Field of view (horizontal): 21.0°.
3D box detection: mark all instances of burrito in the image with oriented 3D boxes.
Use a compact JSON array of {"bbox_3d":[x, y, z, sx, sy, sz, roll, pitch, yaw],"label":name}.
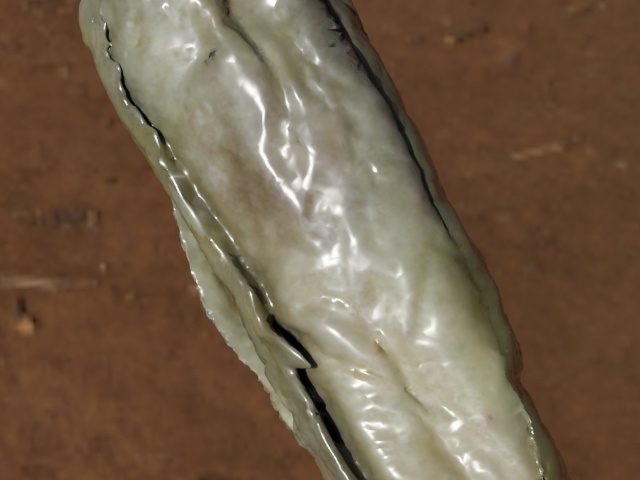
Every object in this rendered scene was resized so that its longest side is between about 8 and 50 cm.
[{"bbox_3d":[0.000,0.000,0.363,0.058,0.188,0.045,-27,-3,0],"label":"burrito"}]
